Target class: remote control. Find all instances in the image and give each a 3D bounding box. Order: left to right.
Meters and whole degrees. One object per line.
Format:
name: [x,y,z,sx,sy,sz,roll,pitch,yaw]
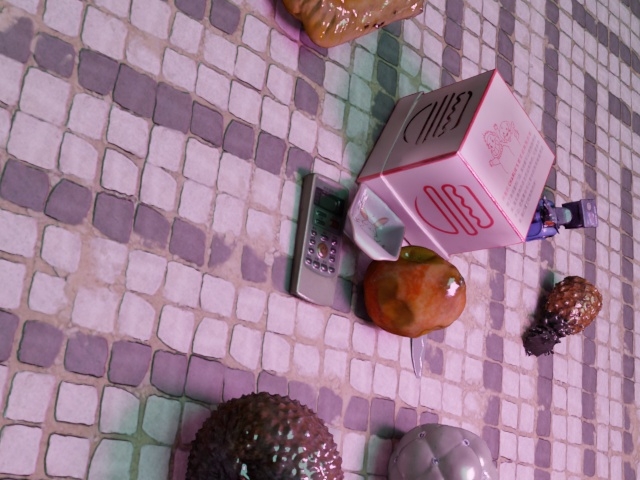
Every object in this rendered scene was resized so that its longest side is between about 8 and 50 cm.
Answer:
remote control: [0.000,0.000,1.817,0.123,0.038,0.285,24,65,-39]

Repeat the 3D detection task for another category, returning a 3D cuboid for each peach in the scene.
peach: [0.220,0.110,1.876,0.214,0.235,0.214,10,78,-52]

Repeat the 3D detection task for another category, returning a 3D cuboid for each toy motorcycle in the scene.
toy motorcycle: [0.598,-0.065,2.289,0.358,0.213,0.125,-4,85,-45]

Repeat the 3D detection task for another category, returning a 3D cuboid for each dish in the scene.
dish: [0.107,-0.022,1.850,0.154,0.064,0.234,45,25,-10]

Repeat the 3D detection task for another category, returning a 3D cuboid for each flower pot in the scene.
flower pot: [0.269,0.517,1.832,0.246,0.246,0.195,35,60,-34]

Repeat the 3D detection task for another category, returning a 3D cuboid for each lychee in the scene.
lychee: [-0.096,0.419,1.479,0.300,0.300,0.300,11,74,-42]

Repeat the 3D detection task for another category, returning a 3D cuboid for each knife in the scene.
knife: [0.247,0.211,2.026,0.058,0.032,0.244,29,66,-39]

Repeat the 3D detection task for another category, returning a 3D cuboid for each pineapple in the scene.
pineapple: [0.673,0.223,2.364,0.279,0.158,0.158,-37,108,-30]

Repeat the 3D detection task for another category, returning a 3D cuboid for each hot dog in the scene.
hot dog: [0.034,-0.620,1.882,0.365,0.196,0.367,-37,102,-44]

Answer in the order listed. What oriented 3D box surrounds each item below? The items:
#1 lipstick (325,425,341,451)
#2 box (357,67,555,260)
lipstick: [-0.028,0.554,1.643,0.076,0.080,0.371,23,67,-38]
box: [0.331,-0.172,1.991,0.312,0.300,0.314,48,52,-27]
